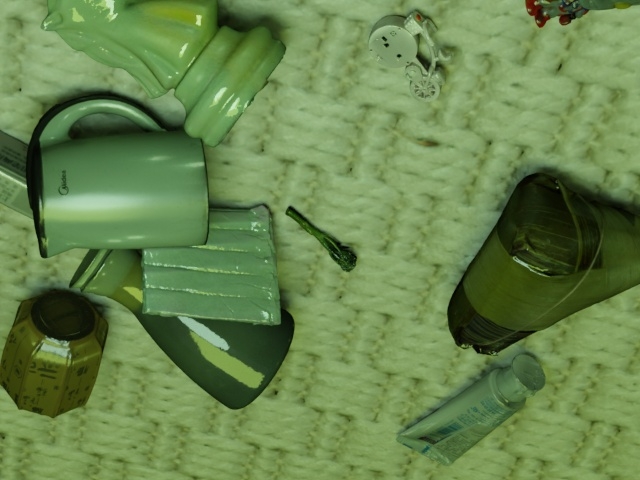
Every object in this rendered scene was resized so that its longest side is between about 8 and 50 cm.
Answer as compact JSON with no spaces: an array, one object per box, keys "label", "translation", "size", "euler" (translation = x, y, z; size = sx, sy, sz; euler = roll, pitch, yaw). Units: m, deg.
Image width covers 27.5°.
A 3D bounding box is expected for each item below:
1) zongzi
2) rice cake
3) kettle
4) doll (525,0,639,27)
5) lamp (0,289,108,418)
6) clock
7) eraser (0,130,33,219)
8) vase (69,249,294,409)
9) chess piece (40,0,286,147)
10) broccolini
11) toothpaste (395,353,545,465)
[{"label":"zongzi","translation":[0.368,0.067,1.878],"size":[0.317,0.154,0.289],"euler":[13,139,-12]},{"label":"rice cake","translation":[-0.161,0.033,1.887],"size":[0.198,0.189,0.037],"euler":[-3,171,-11]},{"label":"kettle","translation":[-0.282,-0.092,1.784],"size":[0.236,0.221,0.161],"euler":[-5,173,-11]},{"label":"doll","translation":[0.347,-0.312,1.599],"size":[0.194,0.062,0.104],"euler":[-16,127,28]},{"label":"lamp","translation":[-0.420,0.179,2.057],"size":[0.161,0.161,0.185],"euler":[19,130,-10]},{"label":"clock","translation":[0.123,-0.239,1.701],"size":[0.087,0.041,0.129],"euler":[-26,119,30]},{"label":"eraser","translation":[-0.474,-0.116,1.845],"size":[0.352,0.089,0.061],"euler":[30,124,-17]},{"label":"vase","translation":[-0.212,0.107,1.965],"size":[0.321,0.173,0.173],"euler":[33,127,-16]},{"label":"chess piece","translation":[-0.204,-0.265,1.665],"size":[0.298,0.176,0.176],"euler":[35,127,-6]},{"label":"broccolini","translation":[0.000,0.000,1.928],"size":[0.140,0.035,0.030],"euler":[40,120,-23]},{"label":"toothpaste","translation":[0.249,0.283,2.131],"size":[0.114,0.073,0.299],"euler":[27,136,-17]}]
